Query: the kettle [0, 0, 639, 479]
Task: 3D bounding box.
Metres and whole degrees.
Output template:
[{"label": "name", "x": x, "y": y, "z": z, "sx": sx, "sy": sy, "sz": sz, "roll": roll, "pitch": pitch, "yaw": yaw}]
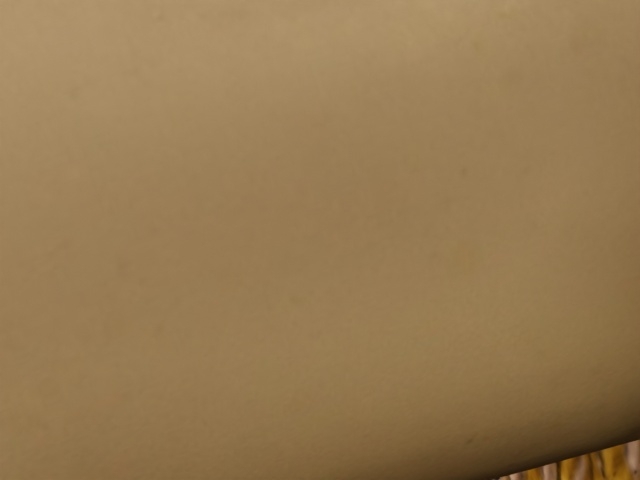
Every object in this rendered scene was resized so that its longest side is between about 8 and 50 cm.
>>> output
[{"label": "kettle", "x": 0.000, "y": -0.014, "z": 0.428, "sx": 0.265, "sy": 0.318, "sz": 0.205, "roll": -123, "pitch": 31, "yaw": -44}]
